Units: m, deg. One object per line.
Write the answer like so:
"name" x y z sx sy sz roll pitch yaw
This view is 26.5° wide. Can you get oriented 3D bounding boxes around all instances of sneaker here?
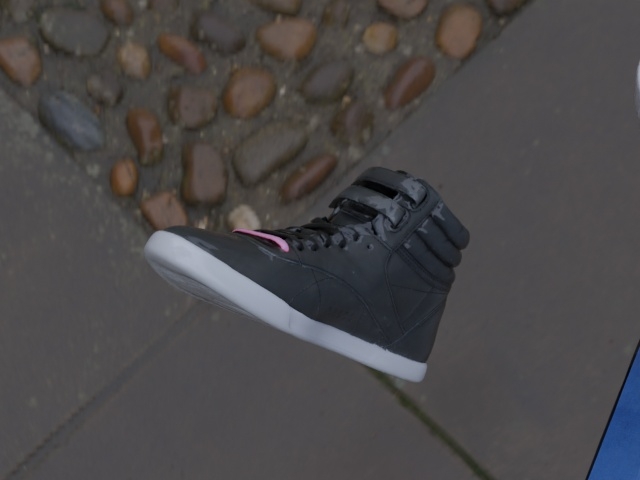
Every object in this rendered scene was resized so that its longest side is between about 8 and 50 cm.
"sneaker" 0.000 0.000 0.989 0.104 0.296 0.147 20 87 43

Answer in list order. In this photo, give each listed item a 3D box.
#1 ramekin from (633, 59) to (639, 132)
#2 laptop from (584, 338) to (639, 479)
"ramekin" 0.326 -0.071 0.969 0.207 0.109 0.207 -4 40 3
"laptop" 0.222 0.170 0.759 0.408 0.382 0.236 -4 94 -39
